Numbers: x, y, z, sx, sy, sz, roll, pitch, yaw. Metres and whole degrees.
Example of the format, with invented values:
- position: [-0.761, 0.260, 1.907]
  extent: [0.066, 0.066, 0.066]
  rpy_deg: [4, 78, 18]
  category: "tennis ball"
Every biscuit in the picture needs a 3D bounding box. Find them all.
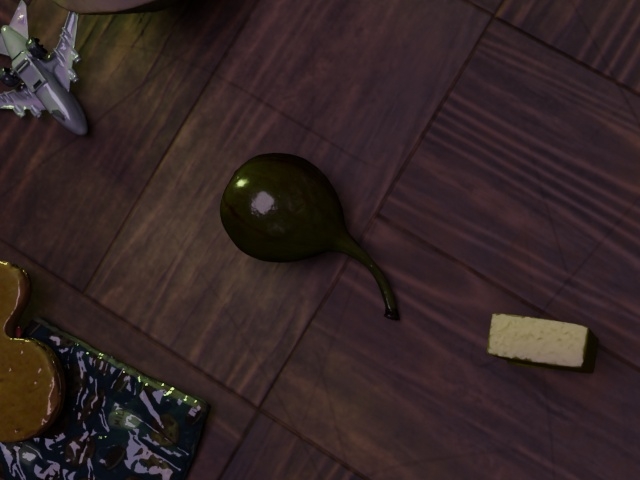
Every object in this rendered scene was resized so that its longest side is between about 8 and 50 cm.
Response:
- position: [-0.412, 0.109, 1.783]
  extent: [0.340, 0.047, 0.216]
  rpy_deg: [33, 93, 25]
  category: "biscuit"

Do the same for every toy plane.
- position: [-0.323, -0.189, 1.806]
  extent: [0.162, 0.065, 0.171]
  rpy_deg: [-42, 69, 18]
  category: "toy plane"

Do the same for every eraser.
- position: [0.227, 0.107, 1.581]
  extent: [0.097, 0.122, 0.045]
  rpy_deg: [7, 83, 16]
  category: "eraser"

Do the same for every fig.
- position: [0.000, 0.000, 1.674]
  extent: [0.236, 0.124, 0.124]
  rpy_deg: [36, 93, 2]
  category: "fig"

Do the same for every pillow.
- position: [-0.262, 0.216, 1.751]
  extent: [0.255, 0.034, 0.189]
  rpy_deg: [25, 92, 16]
  category: "pillow"

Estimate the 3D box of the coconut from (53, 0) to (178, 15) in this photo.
- position: [-0.211, -0.362, 1.715]
  extent: [0.239, 0.244, 0.239]
  rpy_deg: [-8, 42, 8]
  category: "coconut"
